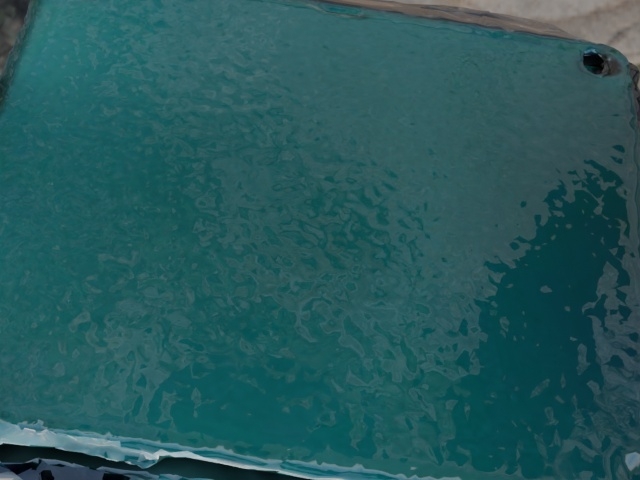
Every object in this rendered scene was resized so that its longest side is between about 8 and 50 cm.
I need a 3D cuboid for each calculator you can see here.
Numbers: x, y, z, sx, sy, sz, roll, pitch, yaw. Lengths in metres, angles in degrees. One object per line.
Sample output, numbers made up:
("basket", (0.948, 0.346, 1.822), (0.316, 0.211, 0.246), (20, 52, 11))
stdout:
("calculator", (0.000, 0.000, 0.438), (0.274, 0.248, 0.058), (7, 139, -4))
